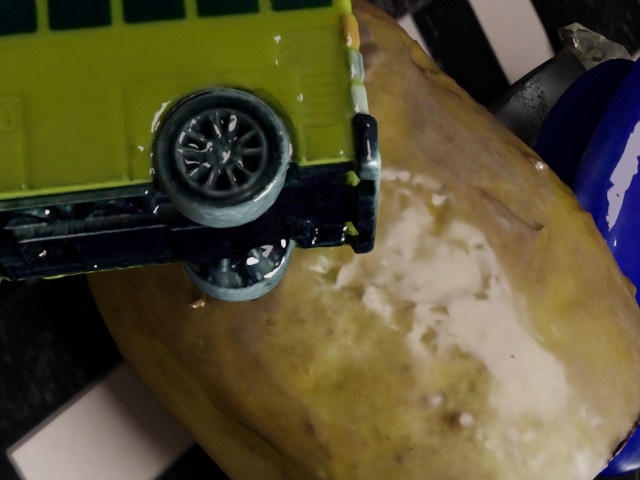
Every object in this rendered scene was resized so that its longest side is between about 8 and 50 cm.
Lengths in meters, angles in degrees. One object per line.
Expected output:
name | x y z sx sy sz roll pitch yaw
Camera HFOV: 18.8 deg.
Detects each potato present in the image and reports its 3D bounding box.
potato | 0.000 0.000 0.895 0.266 0.229 0.229 52 48 -16

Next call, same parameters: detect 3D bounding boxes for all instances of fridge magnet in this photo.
fridge magnet | 0.183 0.003 1.089 0.265 0.112 0.265 -37 136 -47

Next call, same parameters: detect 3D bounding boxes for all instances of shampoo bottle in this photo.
shampoo bottle | 0.123 -0.069 1.134 0.063 0.057 0.207 55 44 -4

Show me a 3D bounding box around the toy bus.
toy bus | -0.113 -0.053 0.753 0.262 0.128 0.150 -6 74 -2
